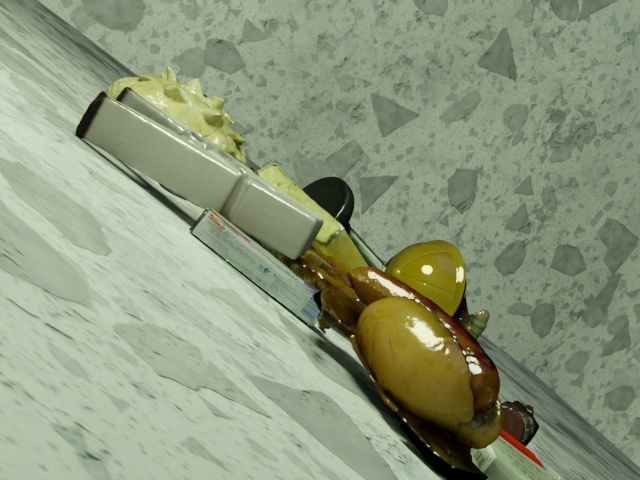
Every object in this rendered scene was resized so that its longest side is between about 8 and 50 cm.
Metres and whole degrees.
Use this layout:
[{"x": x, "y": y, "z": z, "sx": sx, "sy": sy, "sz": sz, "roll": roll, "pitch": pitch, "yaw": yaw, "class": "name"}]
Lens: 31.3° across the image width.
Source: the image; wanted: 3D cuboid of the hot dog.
[{"x": 0.108, "y": 0.120, "z": 1.266, "sx": 0.326, "sy": 0.107, "sz": 0.194, "roll": 49, "pitch": 9, "yaw": 36, "class": "hot dog"}]

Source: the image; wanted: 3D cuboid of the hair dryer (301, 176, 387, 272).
[{"x": 0.007, "y": 0.011, "z": 2.304, "sx": 0.284, "sy": 0.156, "sz": 0.320, "roll": 15, "pitch": -26, "yaw": 40, "class": "hair dryer"}]

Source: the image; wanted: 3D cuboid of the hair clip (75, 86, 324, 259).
[{"x": -0.152, "y": -0.084, "z": 1.484, "sx": 0.330, "sy": 0.085, "sz": 0.101, "roll": 34, "pitch": 7, "yaw": 3, "class": "hair clip"}]

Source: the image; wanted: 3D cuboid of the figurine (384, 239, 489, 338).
[{"x": 0.208, "y": 0.122, "z": 2.105, "sx": 0.192, "sy": 0.167, "sz": 0.257, "roll": 24, "pitch": -31, "yaw": 48, "class": "figurine"}]

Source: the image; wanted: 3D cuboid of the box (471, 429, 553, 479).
[{"x": 0.234, "y": 0.277, "z": 1.413, "sx": 0.139, "sy": 0.035, "sz": 0.245, "roll": 37, "pitch": 4, "yaw": -8, "class": "box"}]

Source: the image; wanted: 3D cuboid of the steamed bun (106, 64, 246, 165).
[{"x": -0.238, "y": -0.214, "z": 2.024, "sx": 0.295, "sy": 0.137, "sz": 0.292, "roll": 33, "pitch": -1, "yaw": -41, "class": "steamed bun"}]

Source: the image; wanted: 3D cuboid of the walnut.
[{"x": 0.006, "y": 0.062, "z": 1.579, "sx": 0.170, "sy": 0.069, "sz": 0.143, "roll": 31, "pitch": 9, "yaw": -21, "class": "walnut"}]

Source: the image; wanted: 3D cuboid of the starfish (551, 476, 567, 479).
[{"x": 0.434, "y": 0.405, "z": 1.673, "sx": 0.216, "sy": 0.050, "sz": 0.223, "roll": 33, "pitch": -10, "yaw": 20, "class": "starfish"}]

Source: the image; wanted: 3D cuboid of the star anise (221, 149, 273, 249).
[{"x": -0.129, "y": -0.073, "z": 1.831, "sx": 0.236, "sy": 0.093, "sz": 0.229, "roll": 43, "pitch": -1, "yaw": 9, "class": "star anise"}]

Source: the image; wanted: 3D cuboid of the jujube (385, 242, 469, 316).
[{"x": 0.235, "y": 0.120, "z": 2.455, "sx": 0.236, "sy": 0.168, "sz": 0.168, "roll": 57, "pitch": 8, "yaw": 11, "class": "jujube"}]

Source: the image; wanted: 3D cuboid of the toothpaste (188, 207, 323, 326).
[{"x": -0.074, "y": 0.033, "z": 1.415, "sx": 0.196, "sy": 0.040, "sz": 0.047, "roll": 38, "pitch": 2, "yaw": 2, "class": "toothpaste"}]

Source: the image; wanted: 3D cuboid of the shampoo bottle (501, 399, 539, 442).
[{"x": 0.284, "y": 0.272, "z": 1.686, "sx": 0.067, "sy": 0.068, "sz": 0.236, "roll": 37, "pitch": 3, "yaw": 18, "class": "shampoo bottle"}]

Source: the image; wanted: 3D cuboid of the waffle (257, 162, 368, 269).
[{"x": 0.000, "y": 0.000, "z": 1.948, "sx": 0.248, "sy": 0.055, "sz": 0.221, "roll": 43, "pitch": -10, "yaw": 43, "class": "waffle"}]
